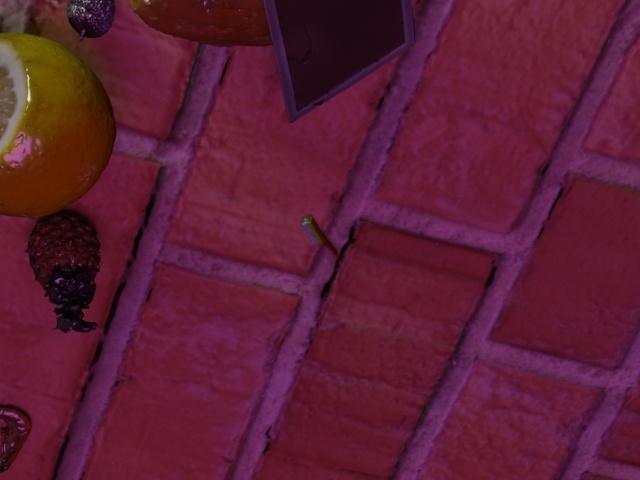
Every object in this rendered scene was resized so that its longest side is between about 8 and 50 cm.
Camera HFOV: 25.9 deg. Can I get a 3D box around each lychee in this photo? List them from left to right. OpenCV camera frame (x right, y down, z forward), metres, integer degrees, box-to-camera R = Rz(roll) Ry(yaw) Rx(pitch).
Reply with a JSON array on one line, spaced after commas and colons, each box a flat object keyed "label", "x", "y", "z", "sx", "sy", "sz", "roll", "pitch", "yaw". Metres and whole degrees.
[{"label": "lychee", "x": -0.300, "y": -0.298, "z": 1.804, "sx": 0.068, "sy": 0.067, "sz": 0.083, "roll": 21, "pitch": 91, "yaw": -57}]

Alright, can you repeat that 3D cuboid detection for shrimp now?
[{"label": "shrimp", "x": -0.503, "y": 0.312, "z": 2.176, "sx": 0.091, "sy": 0.025, "sz": 0.127, "roll": 11, "pitch": 115, "yaw": -12}]

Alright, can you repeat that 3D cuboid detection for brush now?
[{"label": "brush", "x": 0.000, "y": 0.000, "z": 2.047, "sx": 0.021, "sy": 0.019, "sz": 0.083, "roll": -26, "pitch": 121, "yaw": 21}]

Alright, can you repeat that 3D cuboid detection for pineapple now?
[{"label": "pineapple", "x": -0.355, "y": 0.054, "z": 1.938, "sx": 0.108, "sy": 0.198, "sz": 0.108, "roll": -8, "pitch": 137, "yaw": -8}]

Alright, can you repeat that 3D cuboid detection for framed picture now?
[{"label": "framed picture", "x": 0.027, "y": -0.286, "z": 1.772, "sx": 0.216, "sy": 0.016, "sz": 0.273, "roll": -34, "pitch": 150, "yaw": -15}]

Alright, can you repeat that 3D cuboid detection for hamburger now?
[{"label": "hamburger", "x": -0.108, "y": -0.360, "z": 1.731, "sx": 0.283, "sy": 0.144, "sz": 0.259, "roll": 1, "pitch": 122, "yaw": -24}]

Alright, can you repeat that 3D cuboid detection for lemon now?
[{"label": "lemon", "x": -0.375, "y": -0.142, "z": 1.797, "sx": 0.240, "sy": 0.240, "sz": 0.219, "roll": -39, "pitch": 151, "yaw": 16}]
